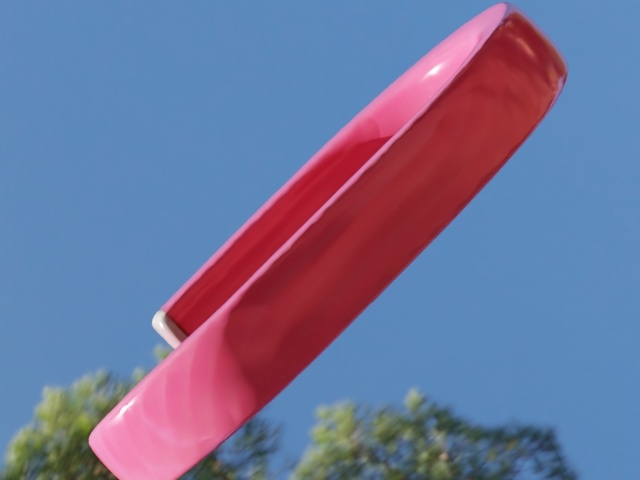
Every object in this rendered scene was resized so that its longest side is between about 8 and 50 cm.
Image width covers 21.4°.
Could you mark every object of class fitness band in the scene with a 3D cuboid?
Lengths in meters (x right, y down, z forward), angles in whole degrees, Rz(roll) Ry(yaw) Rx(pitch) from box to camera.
[{"bbox_3d":[0.000,0.000,0.801,0.054,0.209,0.291,45,-100,-5],"label":"fitness band"}]
